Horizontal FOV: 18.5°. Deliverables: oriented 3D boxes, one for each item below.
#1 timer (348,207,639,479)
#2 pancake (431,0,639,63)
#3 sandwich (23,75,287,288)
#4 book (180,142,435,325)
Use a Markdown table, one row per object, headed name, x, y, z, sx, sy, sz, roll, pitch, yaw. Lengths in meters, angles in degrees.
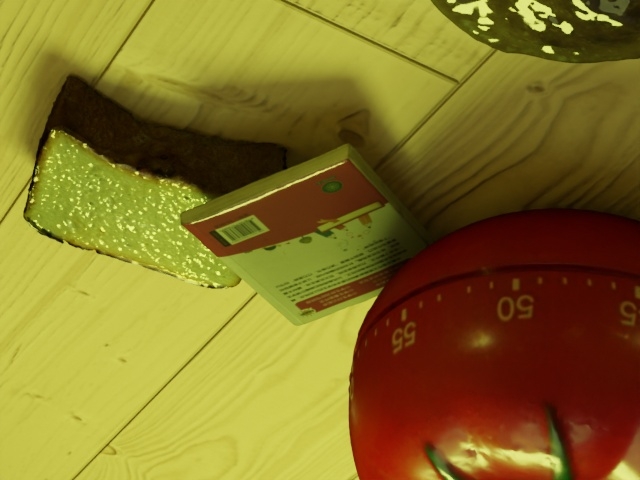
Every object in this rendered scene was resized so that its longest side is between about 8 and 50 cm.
| name | x | y | z | sx | sy | sz | roll | pitch | yaw |
| --- | --- | --- | --- | --- | --- | --- | --- | --- | --- |
| timer | 0.212 | 0.140 | 1.711 | 0.377 | 0.279 | 0.378 | 7 | 144 | 5 |
| pancake | 0.180 | -0.203 | 1.415 | 0.241 | 0.050 | 0.242 | 8 | 146 | 5 |
| sandwich | -0.149 | -0.044 | 1.748 | 0.214 | 0.065 | 0.186 | 16 | 147 | -6 |
| book | 0.000 | 0.000 | 1.725 | 0.162 | 0.022 | 0.232 | -21 | 149 | 16 |
